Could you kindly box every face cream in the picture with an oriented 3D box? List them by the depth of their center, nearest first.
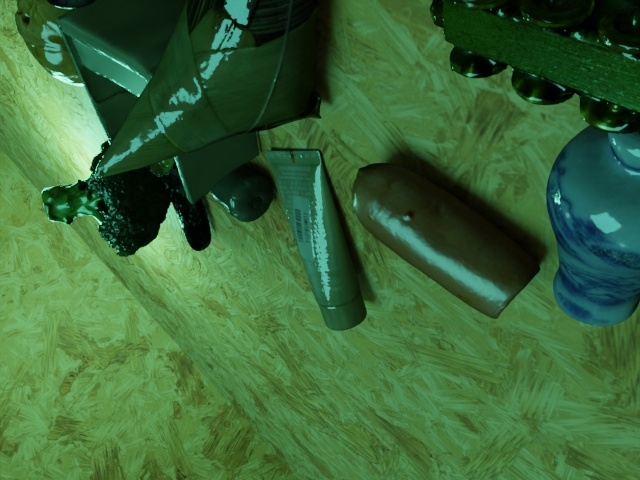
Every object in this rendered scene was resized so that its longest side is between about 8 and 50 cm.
[{"bbox_3d":[0.000,0.000,1.034,0.137,0.084,0.341,10,126,48],"label":"face cream"}]

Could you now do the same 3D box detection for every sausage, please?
[{"bbox_3d":[0.148,-0.010,0.757,0.259,0.113,0.113,38,151,17],"label":"sausage"}]

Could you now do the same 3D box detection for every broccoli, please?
[{"bbox_3d":[-0.495,-0.095,1.378,0.297,0.297,0.297,168,90,-85],"label":"broccoli"}]

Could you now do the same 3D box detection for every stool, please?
[{"bbox_3d":[-0.254,-0.247,0.967,0.244,0.170,0.269,34,150,27],"label":"stool"},{"bbox_3d":[-0.150,-0.094,1.105,0.110,0.096,0.096,35,151,36],"label":"stool"}]

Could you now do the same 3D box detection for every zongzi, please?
[{"bbox_3d":[-0.148,-0.220,0.687,0.154,0.318,0.289,48,156,27],"label":"zongzi"}]

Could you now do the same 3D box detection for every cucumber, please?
[{"bbox_3d":[-0.312,-0.082,1.377,0.303,0.081,0.072,73,-172,-47],"label":"cucumber"}]

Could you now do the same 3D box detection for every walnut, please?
[{"bbox_3d":[-0.441,-0.382,1.051,0.222,0.195,0.195,36,151,25],"label":"walnut"}]

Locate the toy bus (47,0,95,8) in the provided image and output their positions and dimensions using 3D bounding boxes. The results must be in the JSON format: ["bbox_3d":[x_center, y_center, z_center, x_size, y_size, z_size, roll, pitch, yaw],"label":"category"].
[{"bbox_3d":[-0.261,-0.415,0.665,0.232,0.288,0.194,51,157,33],"label":"toy bus"}]

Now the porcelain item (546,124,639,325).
[{"bbox_3d":[0.277,-0.016,0.538,0.141,0.141,0.259,31,158,30],"label":"porcelain item"}]

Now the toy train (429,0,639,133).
[{"bbox_3d":[0.199,-0.169,0.445,0.225,0.137,0.090,35,157,32],"label":"toy train"}]
